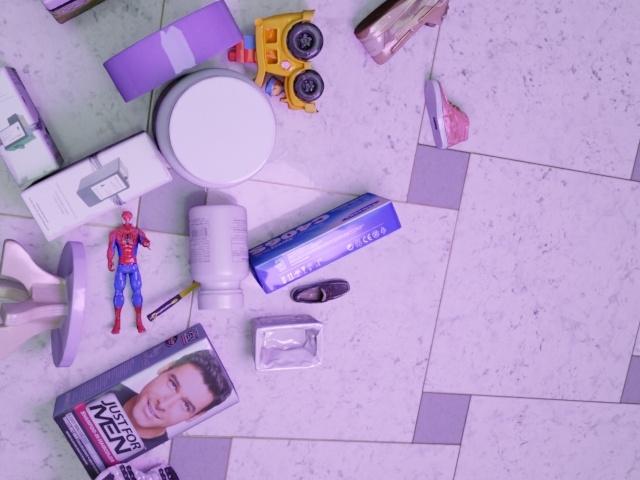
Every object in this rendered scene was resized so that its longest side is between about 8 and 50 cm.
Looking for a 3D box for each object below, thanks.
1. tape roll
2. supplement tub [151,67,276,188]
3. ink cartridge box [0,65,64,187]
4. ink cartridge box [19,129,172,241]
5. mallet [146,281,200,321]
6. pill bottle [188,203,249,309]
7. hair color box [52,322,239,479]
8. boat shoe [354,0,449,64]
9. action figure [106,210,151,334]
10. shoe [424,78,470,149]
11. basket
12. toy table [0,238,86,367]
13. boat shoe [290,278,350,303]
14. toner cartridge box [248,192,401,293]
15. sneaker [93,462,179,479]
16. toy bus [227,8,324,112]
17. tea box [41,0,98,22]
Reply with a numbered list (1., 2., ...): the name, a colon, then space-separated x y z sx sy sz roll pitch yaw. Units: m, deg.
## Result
1. tape roll: -0.295 -0.382 1.412 0.274 0.275 0.090 -30 107 -8
2. supplement tub: -0.222 -0.232 1.437 0.235 0.325 0.236 -3 102 -16
3. ink cartridge box: -0.614 -0.230 1.413 0.092 0.160 0.219 -27 108 -9
4. ink cartridge box: -0.460 -0.122 1.459 0.272 0.198 0.115 -28 106 -9
5. mallet: -0.322 0.116 1.610 0.189 0.039 0.062 -29 104 -26
6. pill bottle: -0.226 0.039 1.568 0.131 0.131 0.229 -1 86 -16
7. hair color box: -0.400 0.370 1.625 0.374 0.113 0.185 -27 107 -10
8. boat shoe: 0.238 -0.548 1.621 0.341 0.122 0.110 -38 114 5
9. action figure: -0.425 0.078 1.549 0.091 0.139 0.281 -2 99 -17
10. shoe: 0.312 -0.317 1.715 0.081 0.063 0.178 -19 111 -13
11. basket: -0.085 0.243 1.694 0.167 0.103 0.113 -2 102 -16
12. toy table: -0.595 0.132 1.465 0.160 0.252 0.274 6 89 -33
13. boat shoe: 0.005 0.132 1.724 0.152 0.049 0.056 -12 104 -14
14. toner cartridge box: 0.000 0.000 1.636 0.347 0.165 0.075 -26 107 -10
15. sneaker: -0.434 0.583 1.601 0.118 0.110 0.292 -34 153 7
16. toy bus: -0.096 -0.391 1.546 0.211 0.149 0.220 -3 105 -2
17. tea box: -0.417 -0.594 1.306 0.329 0.323 0.220 -31 107 -7
